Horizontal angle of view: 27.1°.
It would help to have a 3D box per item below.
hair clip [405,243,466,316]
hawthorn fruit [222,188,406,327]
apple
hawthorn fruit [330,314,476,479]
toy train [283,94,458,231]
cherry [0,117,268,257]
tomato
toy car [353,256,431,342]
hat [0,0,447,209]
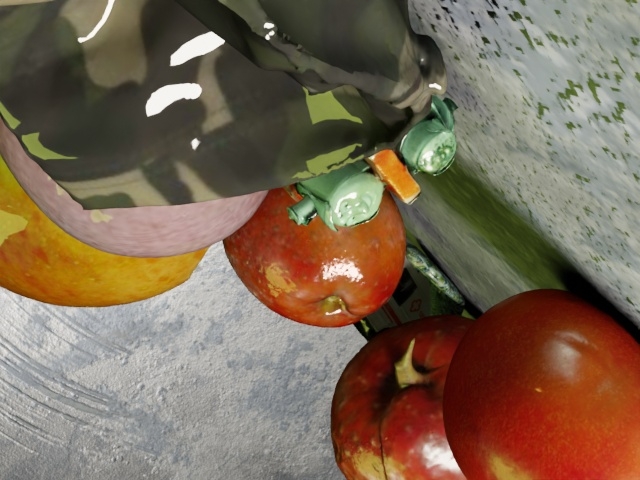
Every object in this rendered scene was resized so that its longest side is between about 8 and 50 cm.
[{"bbox_3d":[0.127,0.058,1.444,0.066,0.036,0.229,40,169,25],"label":"hair clip"},{"bbox_3d":[0.000,0.000,1.237,0.173,0.173,0.173,46,177,3],"label":"hawthorn fruit"},{"bbox_3d":[-0.213,-0.108,1.153,0.339,0.339,0.339,46,177,3],"label":"apple"},{"bbox_3d":[0.133,0.204,1.425,0.262,0.258,0.258,15,-165,-31],"label":"hawthorn fruit"},{"bbox_3d":[-0.009,-0.074,0.715,0.176,0.118,0.074,47,-179,35],"label":"toy train"},{"bbox_3d":[-0.132,-0.112,0.878,0.206,0.239,0.239,-9,140,33],"label":"cherry"},{"bbox_3d":[0.159,0.124,0.820,0.195,0.136,0.195,46,178,2],"label":"tomato"},{"bbox_3d":[0.058,0.034,1.512,0.089,0.108,0.209,47,174,46],"label":"toy car"},{"bbox_3d":[-0.140,-0.174,0.523,0.366,0.257,0.381,114,130,-85],"label":"hat"}]
